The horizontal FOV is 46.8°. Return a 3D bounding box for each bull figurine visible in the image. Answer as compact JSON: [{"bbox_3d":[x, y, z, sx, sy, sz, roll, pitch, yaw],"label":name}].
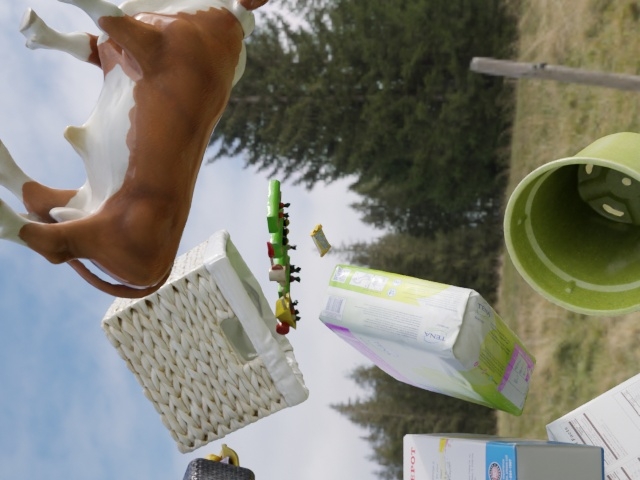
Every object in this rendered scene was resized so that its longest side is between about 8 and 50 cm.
[{"bbox_3d":[-0.153,-0.111,0.605,0.188,0.101,0.310,18,-100,-37],"label":"bull figurine"}]

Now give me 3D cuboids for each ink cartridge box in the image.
[{"bbox_3d":[0.248,0.361,1.029,0.233,0.168,0.171,-17,68,58],"label":"ink cartridge box"}]

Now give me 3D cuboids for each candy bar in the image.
[{"bbox_3d":[0.000,0.000,1.765,0.040,0.018,0.161,-48,-20,-9],"label":"candy bar"}]

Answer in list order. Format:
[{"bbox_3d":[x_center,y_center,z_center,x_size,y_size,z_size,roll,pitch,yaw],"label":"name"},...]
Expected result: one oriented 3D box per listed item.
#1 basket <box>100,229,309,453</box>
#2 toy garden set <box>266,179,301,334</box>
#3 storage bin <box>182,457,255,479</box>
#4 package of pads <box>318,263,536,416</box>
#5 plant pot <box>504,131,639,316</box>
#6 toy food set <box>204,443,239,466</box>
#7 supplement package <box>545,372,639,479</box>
[{"bbox_3d":[-0.222,0.192,1.462,0.328,0.266,0.331,61,177,-11],"label":"basket"},{"bbox_3d":[-0.067,0.040,1.427,0.203,0.049,0.244,-90,-4,-46],"label":"toy garden set"},{"bbox_3d":[-0.190,0.478,1.267,0.084,0.122,0.180,-108,37,-68],"label":"storage bin"},{"bbox_3d":[0.165,0.149,1.062,0.296,0.229,0.101,41,-114,-48],"label":"package of pads"},{"bbox_3d":[0.483,-0.056,1.239,0.254,0.276,0.276,-40,-44,-46],"label":"plant pot"},{"bbox_3d":[-0.217,0.527,1.528,0.128,0.071,0.218,-55,35,38],"label":"toy food set"},{"bbox_3d":[0.517,0.331,1.125,0.198,0.263,0.199,61,-179,38],"label":"supplement package"}]
